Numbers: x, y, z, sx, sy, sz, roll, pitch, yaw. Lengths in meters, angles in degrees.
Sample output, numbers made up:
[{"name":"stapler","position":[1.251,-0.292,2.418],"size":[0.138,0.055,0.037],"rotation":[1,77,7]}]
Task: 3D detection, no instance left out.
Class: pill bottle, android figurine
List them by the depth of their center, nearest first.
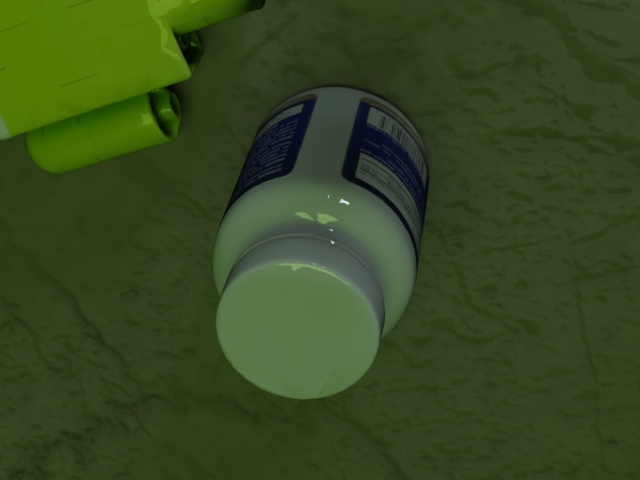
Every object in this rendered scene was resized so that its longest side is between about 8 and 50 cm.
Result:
[{"name":"pill bottle","position":[0.000,0.000,0.765],"size":[0.112,0.187,0.112],"rotation":[4,120,7]},{"name":"android figurine","position":[-0.177,-0.148,0.783],"size":[0.272,0.056,0.248],"rotation":[-17,116,17]}]
